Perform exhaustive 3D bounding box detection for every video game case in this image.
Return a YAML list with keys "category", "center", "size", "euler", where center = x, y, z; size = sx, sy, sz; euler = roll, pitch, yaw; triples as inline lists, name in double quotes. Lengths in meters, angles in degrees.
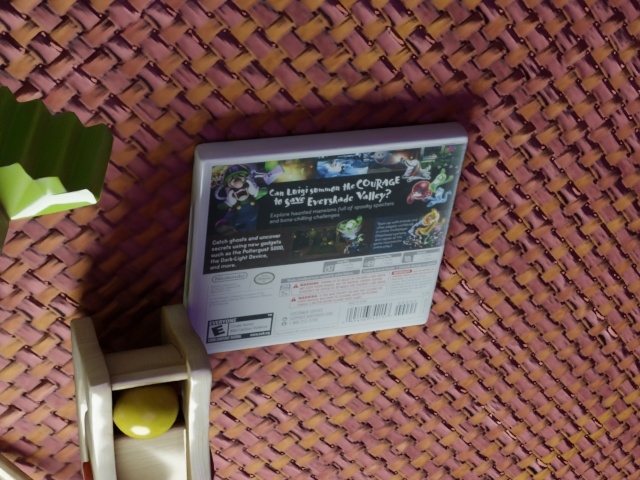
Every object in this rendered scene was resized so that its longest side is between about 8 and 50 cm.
- category: "video game case"
  center: [0.000, 0.000, 0.931]
  size: [0.190, 0.022, 0.173]
  euler: [-6, 130, -19]

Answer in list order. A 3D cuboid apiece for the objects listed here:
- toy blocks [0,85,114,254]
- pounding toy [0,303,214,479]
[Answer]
- category: "toy blocks"
  center: [-0.325, -0.069, 0.596]
  size: [0.381, 0.190, 0.261]
  euler: [-10, 134, 16]
- category: "pounding toy"
  center: [-0.152, 0.175, 0.910]
  size: [0.155, 0.154, 0.269]
  euler: [-8, 132, -15]
